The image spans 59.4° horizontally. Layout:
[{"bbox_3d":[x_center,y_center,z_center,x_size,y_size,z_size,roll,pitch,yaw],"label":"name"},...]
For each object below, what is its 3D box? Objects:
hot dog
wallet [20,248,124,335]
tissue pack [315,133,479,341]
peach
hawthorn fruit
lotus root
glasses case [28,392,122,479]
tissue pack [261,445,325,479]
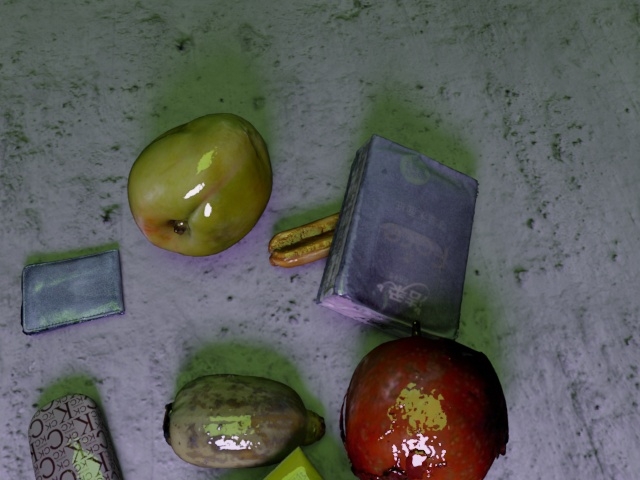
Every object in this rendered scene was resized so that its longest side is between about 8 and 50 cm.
[{"bbox_3d":[0.000,0.000,1.276,0.249,0.068,0.100,-18,49,-11],"label":"hot dog"},{"bbox_3d":[-0.553,0.113,1.248,0.222,0.036,0.167,-12,64,-7],"label":"wallet"},{"bbox_3d":[0.176,0.000,1.205,0.288,0.124,0.394,23,64,-14],"label":"tissue pack"},{"bbox_3d":[-0.249,-0.121,1.222,0.314,0.281,0.316,-22,28,28],"label":"peach"},{"bbox_3d":[0.192,0.318,1.006,0.315,0.316,0.316,0,64,1],"label":"hawthorn fruit"},{"bbox_3d":[-0.143,0.344,1.073,0.309,0.173,0.173,2,64,-7],"label":"lotus root"},{"bbox_3d":[-0.447,0.462,1.048,0.137,0.085,0.355,-23,66,-9],"label":"glasses case"},{"bbox_3d":[-0.076,0.533,0.964,0.274,0.167,0.200,-38,69,-17],"label":"tissue pack"}]
